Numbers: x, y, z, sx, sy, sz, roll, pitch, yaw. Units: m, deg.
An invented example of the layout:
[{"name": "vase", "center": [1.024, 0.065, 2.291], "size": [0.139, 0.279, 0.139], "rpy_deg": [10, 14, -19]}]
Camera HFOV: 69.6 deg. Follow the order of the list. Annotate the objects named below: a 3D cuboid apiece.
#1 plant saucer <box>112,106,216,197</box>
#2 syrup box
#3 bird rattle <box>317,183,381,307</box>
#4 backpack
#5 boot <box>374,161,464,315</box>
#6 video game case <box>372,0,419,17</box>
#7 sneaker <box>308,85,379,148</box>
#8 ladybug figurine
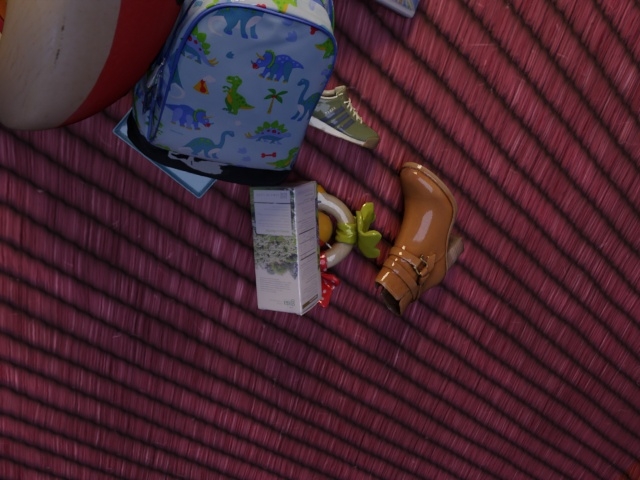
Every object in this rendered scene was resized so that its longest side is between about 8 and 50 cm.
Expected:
[{"name": "plant saucer", "center": [-0.278, -0.162, 0.849], "size": [0.192, 0.018, 0.067], "rpy_deg": [40, 100, -24]}, {"name": "syrup box", "center": [-0.062, 0.011, 0.862], "size": [0.093, 0.096, 0.237], "rpy_deg": [4, 105, 24]}, {"name": "bird rattle", "center": [0.000, 0.000, 0.953], "size": [0.253, 0.143, 0.207], "rpy_deg": [-39, 105, 21]}, {"name": "backpack", "center": [-0.116, -0.249, 0.664], "size": [0.290, 0.273, 0.355], "rpy_deg": [11, 124, -23]}, {"name": "boot", "center": [0.178, 0.004, 0.949], "size": [0.220, 0.109, 0.283], "rpy_deg": [-43, 131, -17]}, {"name": "video game case", "center": [0.084, -0.534, 0.672], "size": [0.329, 0.036, 0.300], "rpy_deg": [0, 118, -42]}, {"name": "sneaker", "center": [0.037, -0.241, 0.856], "size": [0.192, 0.064, 0.086], "rpy_deg": [18, 114, -16]}, {"name": "ladybug figurine", "center": [-0.277, -0.284, 0.521], "size": [0.162, 0.449, 0.305], "rpy_deg": [-2, 85, -42]}]
